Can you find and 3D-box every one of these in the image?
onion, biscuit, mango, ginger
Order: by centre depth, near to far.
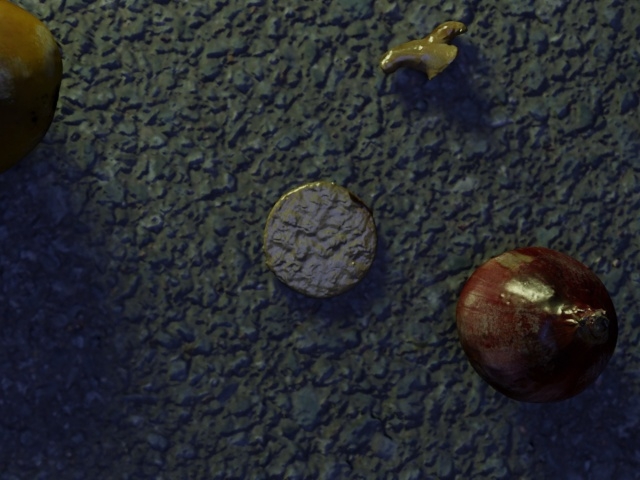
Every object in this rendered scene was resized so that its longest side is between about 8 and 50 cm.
[{"bbox_3d":[-0.393,-0.129,1.541,0.316,0.146,0.193,-15,92,5],"label":"mango"},{"bbox_3d":[0.221,0.083,1.594,0.159,0.195,0.160,0,90,-21],"label":"onion"},{"bbox_3d":[0.108,-0.183,1.647,0.097,0.030,0.048,-27,69,-6],"label":"ginger"},{"bbox_3d":[0.000,0.000,1.654,0.120,0.015,0.120,0,95,-6],"label":"biscuit"}]
